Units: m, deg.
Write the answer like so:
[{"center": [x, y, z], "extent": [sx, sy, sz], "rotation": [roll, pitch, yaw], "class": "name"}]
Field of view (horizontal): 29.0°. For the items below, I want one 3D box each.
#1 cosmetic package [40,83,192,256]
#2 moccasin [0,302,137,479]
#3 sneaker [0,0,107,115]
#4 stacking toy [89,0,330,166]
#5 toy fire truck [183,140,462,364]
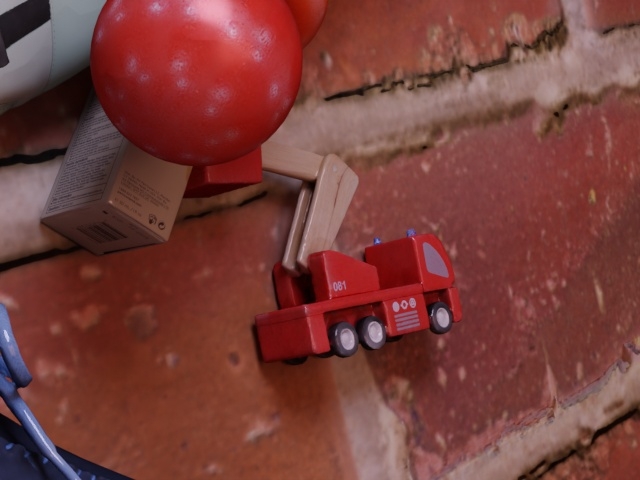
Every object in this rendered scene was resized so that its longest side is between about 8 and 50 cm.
[{"center": [-0.092, -0.054, 0.622], "extent": [0.041, 0.060, 0.115], "rotation": [36, 59, -36], "class": "cosmetic package"}, {"center": [-0.176, 0.065, 0.460], "extent": [0.342, 0.137, 0.117], "rotation": [26, 59, -40], "class": "moccasin"}, {"center": [-0.182, -0.167, 0.524], "extent": [0.256, 0.094, 0.151], "rotation": [59, 41, -22], "class": "sneaker"}, {"center": [-0.031, -0.163, 0.604], "extent": [0.141, 0.141, 0.330], "rotation": [48, 39, -27], "class": "stacking toy"}, {"center": [0.000, 0.000, 0.711], "extent": [0.192, 0.047, 0.135], "rotation": [-8, 86, -46], "class": "toy fire truck"}]
